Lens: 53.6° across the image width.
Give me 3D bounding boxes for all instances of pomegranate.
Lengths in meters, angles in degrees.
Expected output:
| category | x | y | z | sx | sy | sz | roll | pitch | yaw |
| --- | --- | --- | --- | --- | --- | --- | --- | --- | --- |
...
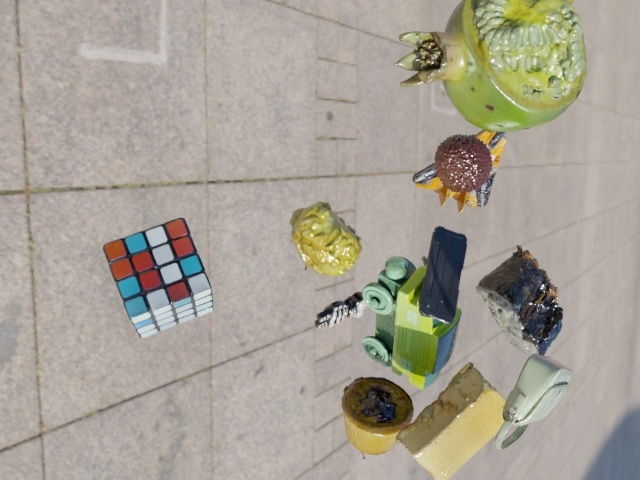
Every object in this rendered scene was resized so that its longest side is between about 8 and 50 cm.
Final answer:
| category | x | y | z | sx | sy | sz | roll | pitch | yaw |
| --- | --- | --- | --- | --- | --- | --- | --- | --- | --- |
| pomegranate | 0.296 | -0.315 | 1.089 | 0.260 | 0.340 | 0.261 | 178 | -90 | -81 |

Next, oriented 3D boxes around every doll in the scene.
| category | x | y | z | sx | sy | sz | roll | pitch | yaw |
| --- | --- | --- | --- | --- | --- | --- | --- | --- | --- |
| doll | 0.077 | 0.204 | 1.878 | 0.219 | 0.067 | 0.091 | -21 | 140 | -35 |

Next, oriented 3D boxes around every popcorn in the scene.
| category | x | y | z | sx | sy | sz | roll | pitch | yaw |
| --- | --- | --- | --- | --- | --- | --- | --- | --- | --- |
| popcorn | 0.000 | 0.000 | 1.881 | 0.192 | 0.266 | 0.233 | -50 | 140 | -6 |

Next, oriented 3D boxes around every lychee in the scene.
| category | x | y | z | sx | sy | sz | roll | pitch | yaw |
| --- | --- | --- | --- | --- | --- | --- | --- | --- | --- |
| lychee | 0.291 | -0.161 | 1.310 | 0.129 | 0.123 | 0.124 | 5 | 92 | -49 |

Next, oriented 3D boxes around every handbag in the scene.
| category | x | y | z | sx | sy | sz | roll | pitch | yaw |
| --- | --- | --- | --- | --- | --- | --- | --- | --- | --- |
| handbag | 0.450 | 0.353 | 1.355 | 0.256 | 0.079 | 0.219 | 21 | 99 | -59 |

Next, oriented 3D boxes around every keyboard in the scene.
| category | x | y | z | sx | sy | sz | roll | pitch | yaw |
| --- | --- | --- | --- | --- | --- | --- | --- | --- | --- |
| keyboard | 0.322 | 0.087 | 1.663 | 0.016 | 0.106 | 0.263 | 131 | -23 | -64 |

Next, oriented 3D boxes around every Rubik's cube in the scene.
| category | x | y | z | sx | sy | sz | roll | pitch | yaw |
| --- | --- | --- | --- | --- | --- | --- | --- | --- | --- |
| Rubik's cube | -0.294 | 0.072 | 1.175 | 0.155 | 0.151 | 0.154 | -22 | 164 | -15 |

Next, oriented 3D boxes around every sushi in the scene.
| category | x | y | z | sx | sy | sz | roll | pitch | yaw |
| --- | --- | --- | --- | --- | --- | --- | --- | --- | --- |
| sushi | 0.654 | 0.212 | 1.983 | 0.207 | 0.234 | 0.349 | -39 | 123 | -10 |

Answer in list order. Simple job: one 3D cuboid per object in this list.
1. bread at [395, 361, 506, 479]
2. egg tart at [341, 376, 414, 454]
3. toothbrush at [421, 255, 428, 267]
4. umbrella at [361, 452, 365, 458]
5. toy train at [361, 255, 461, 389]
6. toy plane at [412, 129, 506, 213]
| category | x | y | z | sx | sy | sz | roll | pitch | yaw |
| --- | --- | --- | --- | --- | --- | --- | --- | --- | --- |
| bread | 0.342 | 0.466 | 1.611 | 0.274 | 0.114 | 0.185 | -44 | 125 | -5 |
| egg tart | 0.156 | 0.515 | 1.847 | 0.215 | 0.215 | 0.171 | -39 | 147 | -47 |
| toothbrush | 0.380 | 0.146 | 2.037 | 0.413 | 0.042 | 0.035 | -96 | -152 | -67 |
| umbrella | 0.144 | 0.729 | 2.220 | 0.020 | 0.031 | 0.083 | -14 | 98 | -35 |
| toy train | 0.266 | 0.244 | 1.850 | 0.179 | 0.272 | 0.442 | -41 | 145 | -35 |
| toy plane | 0.365 | -0.211 | 1.453 | 0.103 | 0.204 | 0.316 | -91 | -156 | -52 |
